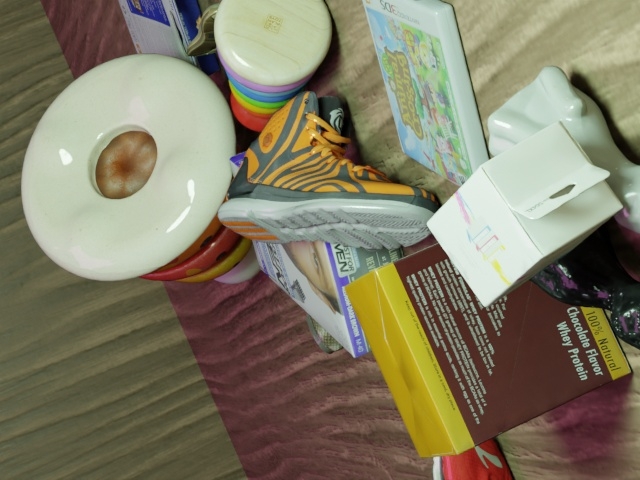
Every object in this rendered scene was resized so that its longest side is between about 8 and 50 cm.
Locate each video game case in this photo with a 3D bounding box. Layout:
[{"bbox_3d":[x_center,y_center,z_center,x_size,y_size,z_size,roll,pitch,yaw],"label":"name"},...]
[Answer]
[{"bbox_3d":[0.110,-0.165,1.752,0.193,0.023,0.212,39,149,61],"label":"video game case"}]

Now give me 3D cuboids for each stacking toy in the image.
[{"bbox_3d":[-0.201,-0.048,2.571,0.350,0.350,0.480,58,-170,30],"label":"stacking toy"},{"bbox_3d":[-0.071,-0.218,2.111,0.141,0.141,0.330,64,169,9],"label":"stacking toy"}]

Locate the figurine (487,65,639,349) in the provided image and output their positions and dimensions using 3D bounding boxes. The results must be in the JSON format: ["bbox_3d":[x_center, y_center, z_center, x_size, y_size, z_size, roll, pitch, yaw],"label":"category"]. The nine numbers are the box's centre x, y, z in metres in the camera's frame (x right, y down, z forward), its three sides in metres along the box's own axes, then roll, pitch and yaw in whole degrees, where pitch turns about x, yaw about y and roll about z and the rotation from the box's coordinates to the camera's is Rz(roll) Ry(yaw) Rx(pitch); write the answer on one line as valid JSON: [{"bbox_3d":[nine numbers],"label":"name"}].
[{"bbox_3d":[0.244,-0.016,1.422,0.209,0.092,0.215,41,151,42],"label":"figurine"}]

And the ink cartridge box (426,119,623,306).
[{"bbox_3d":[0.168,-0.024,1.351,0.090,0.092,0.143,55,154,8],"label":"ink cartridge box"}]

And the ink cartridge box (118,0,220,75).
[{"bbox_3d":[-0.241,-0.351,2.610,0.371,0.069,0.176,36,147,66],"label":"ink cartridge box"}]

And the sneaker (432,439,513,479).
[{"bbox_3d":[0.233,0.343,2.009,0.118,0.107,0.279,-15,102,56],"label":"sneaker"}]

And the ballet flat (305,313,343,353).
[{"bbox_3d":[-0.014,0.051,2.467,0.084,0.058,0.250,22,-141,-58],"label":"ballet flat"}]

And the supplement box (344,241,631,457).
[{"bbox_3d":[0.160,0.086,1.623,0.191,0.194,0.129,66,165,3],"label":"supplement box"}]

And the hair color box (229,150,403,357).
[{"bbox_3d":[0.000,0.000,2.227,0.339,0.110,0.185,37,146,59],"label":"hair color box"}]

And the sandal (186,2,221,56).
[{"bbox_3d":[-0.151,-0.307,2.367,0.180,0.072,0.049,124,136,-71],"label":"sandal"}]

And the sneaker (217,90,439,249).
[{"bbox_3d":[0.018,-0.093,1.986,0.321,0.180,0.124,4,158,39],"label":"sneaker"}]
